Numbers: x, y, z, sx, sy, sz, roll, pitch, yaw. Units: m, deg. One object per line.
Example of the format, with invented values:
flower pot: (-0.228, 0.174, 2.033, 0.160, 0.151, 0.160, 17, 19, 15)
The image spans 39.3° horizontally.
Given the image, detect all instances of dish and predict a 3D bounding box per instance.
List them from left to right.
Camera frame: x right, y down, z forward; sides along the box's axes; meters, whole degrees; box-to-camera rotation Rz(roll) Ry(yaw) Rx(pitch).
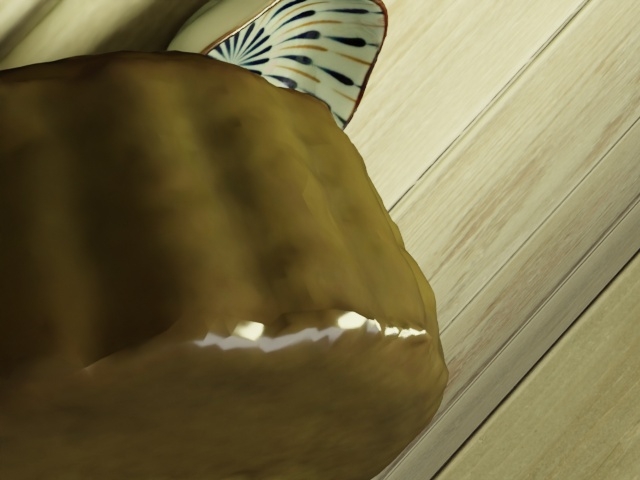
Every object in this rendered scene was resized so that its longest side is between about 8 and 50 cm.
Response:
dish: (-0.047, -0.104, 0.571, 0.191, 0.066, 0.190, -36, 156, -19)

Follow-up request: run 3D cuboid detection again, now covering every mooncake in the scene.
mooncake: (-0.101, 0.053, 0.479, 0.324, 0.187, 0.324, -16, 149, -10)
